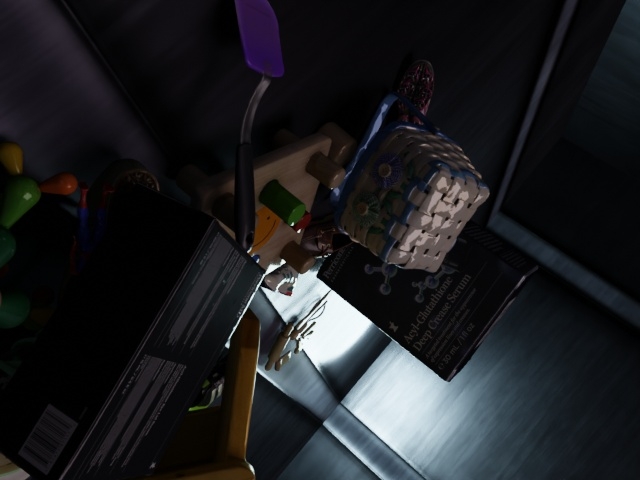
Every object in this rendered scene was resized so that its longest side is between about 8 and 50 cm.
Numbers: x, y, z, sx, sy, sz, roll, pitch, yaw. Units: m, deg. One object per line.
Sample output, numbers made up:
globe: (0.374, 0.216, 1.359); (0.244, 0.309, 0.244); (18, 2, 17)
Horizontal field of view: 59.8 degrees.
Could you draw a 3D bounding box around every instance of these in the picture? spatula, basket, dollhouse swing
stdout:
spatula: (-0.078, -0.132, 0.636); (0.084, 0.030, 0.297); (-10, 108, -61)
basket: (0.134, -0.104, 0.980); (0.201, 0.289, 0.255); (14, 115, -31)
dollhouse swing: (-0.242, 0.285, 0.892); (0.315, 0.305, 0.347); (-7, 180, -11)

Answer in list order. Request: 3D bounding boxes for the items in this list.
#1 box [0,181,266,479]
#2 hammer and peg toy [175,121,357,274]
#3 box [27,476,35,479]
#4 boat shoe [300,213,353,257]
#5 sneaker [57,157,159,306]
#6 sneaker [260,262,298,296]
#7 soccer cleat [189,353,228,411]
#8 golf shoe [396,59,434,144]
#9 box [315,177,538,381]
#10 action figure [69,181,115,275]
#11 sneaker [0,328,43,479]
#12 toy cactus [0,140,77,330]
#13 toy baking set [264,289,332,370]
box: (-0.179, 0.101, 0.570); (0.261, 0.103, 0.184); (-61, 160, -12)
hammer and peg toy: (-0.064, -0.035, 0.861); (0.361, 0.127, 0.266); (-31, 151, -43)
box: (-0.398, 0.310, 0.861); (0.137, 0.027, 0.094); (-59, 157, 18)
boat shoe: (0.000, 0.000, 1.134); (0.207, 0.073, 0.073); (-26, 150, -47)
sneaker: (-0.235, -0.003, 0.609); (0.064, 0.086, 0.192); (18, 105, -38)
sneaker: (-0.085, 0.063, 1.100); (0.075, 0.057, 0.161); (-68, 159, -5)
soccer cleat: (-0.222, 0.295, 1.166); (0.179, 0.060, 0.072); (-44, 157, -13)
golf shoe: (0.183, -0.282, 1.091); (0.186, 0.067, 0.086); (96, 11, -54)
box: (0.245, 0.072, 1.305); (0.212, 0.395, 0.294); (-7, 130, -61)
action figure: (-0.224, 0.002, 0.544); (0.038, 0.030, 0.115); (-3, 118, -36)
sneaker: (-0.312, 0.143, 0.649); (0.182, 0.158, 0.410); (-65, 165, 4)
toy cactus: (-0.275, 0.024, 0.472); (0.112, 0.181, 0.219); (4, 130, -11)
toy baking set: (-0.058, 0.235, 1.461); (0.196, 0.030, 0.256); (-28, 149, -54)
